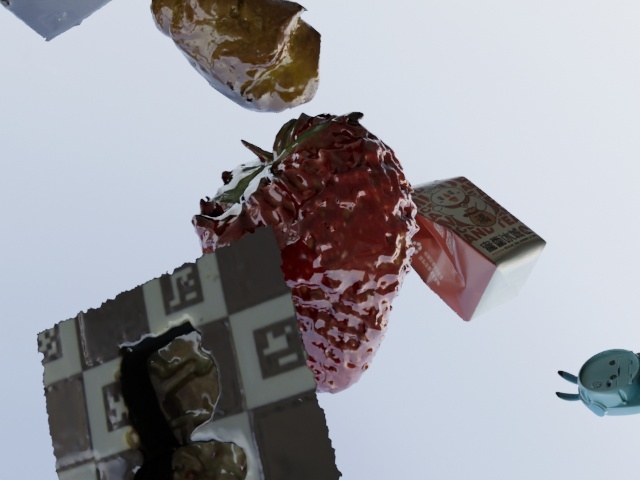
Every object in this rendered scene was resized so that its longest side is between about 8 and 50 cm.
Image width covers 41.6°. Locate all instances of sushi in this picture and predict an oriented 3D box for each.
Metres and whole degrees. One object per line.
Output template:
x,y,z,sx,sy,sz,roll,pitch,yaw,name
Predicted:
-0.095,0.215,0.769,0.100,0.296,0.373,22,-133,-60,sushi

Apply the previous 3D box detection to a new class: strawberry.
-0.003,0.003,0.925,0.257,0.261,0.261,49,-148,-18,strawberry

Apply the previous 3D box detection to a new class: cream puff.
-0.110,-0.273,1.160,0.269,0.155,0.241,31,-177,15,cream puff

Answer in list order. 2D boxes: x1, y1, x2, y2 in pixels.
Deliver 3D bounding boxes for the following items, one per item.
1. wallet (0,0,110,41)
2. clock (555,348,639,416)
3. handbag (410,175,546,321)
-0.285,-0.371,1.131,0.030,0.285,0.146,58,-178,12,wallet
0.404,0.197,1.177,0.045,0.147,0.108,59,-147,-23,clock
0.239,-0.013,1.540,0.171,0.151,0.298,-20,-127,-39,handbag
